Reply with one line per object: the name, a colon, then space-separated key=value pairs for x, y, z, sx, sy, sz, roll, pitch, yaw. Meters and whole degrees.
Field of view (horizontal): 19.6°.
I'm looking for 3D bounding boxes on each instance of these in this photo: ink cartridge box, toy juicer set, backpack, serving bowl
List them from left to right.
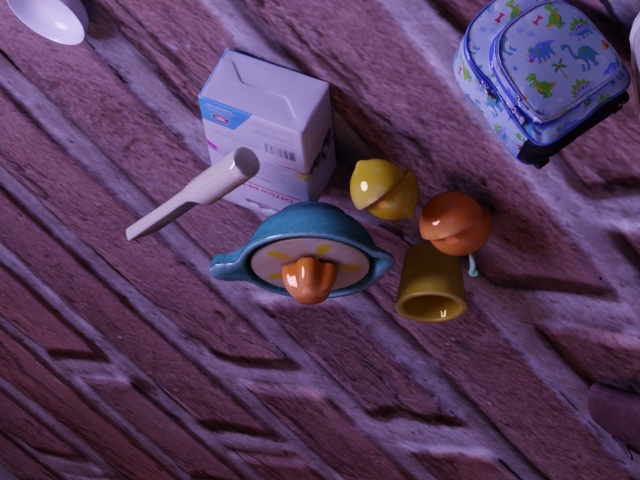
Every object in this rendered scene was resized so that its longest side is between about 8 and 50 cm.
serving bowl: x=-0.249 y=-0.218 z=1.722 sx=0.083 sy=0.027 sz=0.083 roll=23 pitch=154 yaw=12
ink cartridge box: x=-0.045 y=-0.090 z=1.716 sx=0.104 sy=0.061 sz=0.181 roll=21 pitch=154 yaw=14
toy juicer set: x=0.000 y=0.000 z=1.687 sx=0.329 sy=0.089 sz=0.209 roll=9 pitch=152 yaw=-13
backpack: x=0.160 y=-0.130 z=1.366 sx=0.114 sy=0.105 sz=0.084 roll=51 pitch=164 yaw=14

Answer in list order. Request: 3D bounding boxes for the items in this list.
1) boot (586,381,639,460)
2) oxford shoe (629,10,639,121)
boot: x=0.405 y=0.225 z=1.869 sx=0.248 sy=0.090 sz=0.207 roll=41 pitch=165 yaw=-29
oxford shoe: x=0.283 y=-0.118 z=1.245 sx=0.169 sy=0.130 sz=0.449 roll=21 pitch=156 yaw=12
